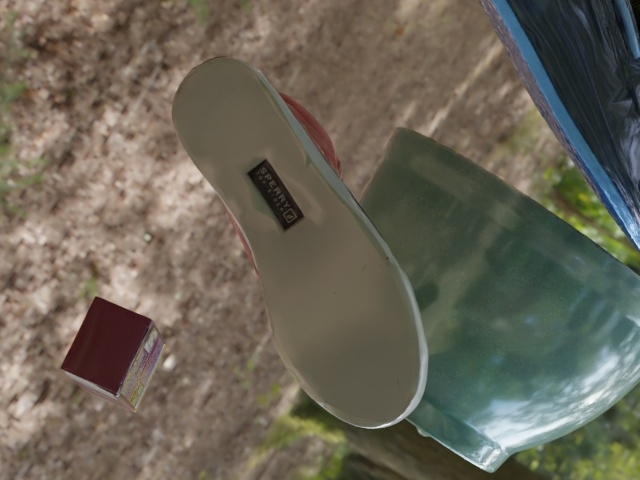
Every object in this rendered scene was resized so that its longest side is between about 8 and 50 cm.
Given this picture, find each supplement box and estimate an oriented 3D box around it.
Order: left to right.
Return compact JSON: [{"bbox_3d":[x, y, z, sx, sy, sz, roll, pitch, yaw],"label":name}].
[{"bbox_3d":[-0.135,0.077,0.865,0.083,0.043,0.055,92,22,-74],"label":"supplement box"}]

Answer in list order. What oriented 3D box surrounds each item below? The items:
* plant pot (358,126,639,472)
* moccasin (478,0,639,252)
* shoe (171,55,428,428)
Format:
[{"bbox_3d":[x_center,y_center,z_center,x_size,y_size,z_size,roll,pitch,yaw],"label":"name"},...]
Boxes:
[{"bbox_3d":[0.128,0.069,1.103,0.196,0.293,0.293,-55,165,0],"label":"plant pot"},{"bbox_3d":[0.197,-0.114,0.852,0.116,0.138,0.342,-33,128,6],"label":"moccasin"},{"bbox_3d":[0.000,0.000,0.590,0.063,0.178,0.081,-33,168,12],"label":"shoe"}]
